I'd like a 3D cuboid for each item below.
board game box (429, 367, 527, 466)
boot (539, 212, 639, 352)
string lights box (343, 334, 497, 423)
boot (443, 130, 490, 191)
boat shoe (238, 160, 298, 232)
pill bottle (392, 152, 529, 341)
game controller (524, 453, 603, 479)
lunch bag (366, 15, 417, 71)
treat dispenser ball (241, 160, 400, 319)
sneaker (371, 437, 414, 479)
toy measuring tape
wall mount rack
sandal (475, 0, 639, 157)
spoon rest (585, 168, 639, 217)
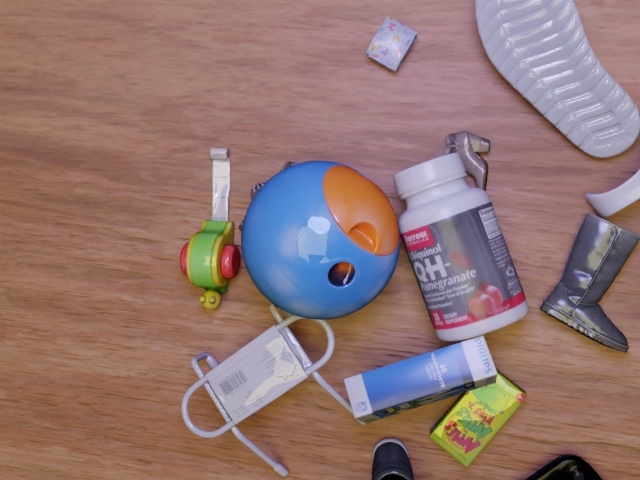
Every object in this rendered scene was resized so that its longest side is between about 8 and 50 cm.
[{"bbox_3d":[0.303,0.335,1.372,0.092,0.043,0.181,38,98,6],"label":"board game box"},{"bbox_3d":[0.529,0.079,1.314,0.190,0.076,0.208,31,91,5],"label":"boot"},{"bbox_3d":[0.185,0.256,1.297,0.260,0.133,0.076,-19,69,7],"label":"string lights box"},{"bbox_3d":[0.278,-0.149,1.362,0.087,0.042,0.118,5,92,16],"label":"boot"},{"bbox_3d":[-0.107,-0.084,1.417,0.066,0.066,0.183,30,97,9],"label":"boat shoe"},{"bbox_3d":[0.246,0.009,1.302,0.176,0.176,0.318,-20,89,10],"label":"pill bottle"},{"bbox_3d":[0.406,0.546,1.351,0.319,0.067,0.166,-40,85,10],"label":"game controller"},{"bbox_3d":[0.136,-0.376,1.369,0.071,0.053,0.083,30,87,6],"label":"lunch bag"},{"bbox_3d":[0.000,0.000,1.289,0.288,0.288,0.288,0,92,10],"label":"treat dispenser ball"},{"bbox_3d":[0.151,0.544,1.356,0.105,0.147,0.295,-12,91,9],"label":"sneaker"},{"bbox_3d":[-0.218,-0.023,1.416,0.121,0.121,0.330,3,93,10],"label":"toy measuring tape"},{"bbox_3d":[-0.084,0.300,1.405,0.350,0.130,0.304,-35,82,10],"label":"wall mount rack"},{"bbox_3d":[0.423,-0.328,1.302,0.169,0.102,0.416,-32,100,25],"label":"sandal"},{"bbox_3d":[0.611,-0.143,1.266,0.276,0.084,0.137,-40,95,5],"label":"spoon rest"}]
